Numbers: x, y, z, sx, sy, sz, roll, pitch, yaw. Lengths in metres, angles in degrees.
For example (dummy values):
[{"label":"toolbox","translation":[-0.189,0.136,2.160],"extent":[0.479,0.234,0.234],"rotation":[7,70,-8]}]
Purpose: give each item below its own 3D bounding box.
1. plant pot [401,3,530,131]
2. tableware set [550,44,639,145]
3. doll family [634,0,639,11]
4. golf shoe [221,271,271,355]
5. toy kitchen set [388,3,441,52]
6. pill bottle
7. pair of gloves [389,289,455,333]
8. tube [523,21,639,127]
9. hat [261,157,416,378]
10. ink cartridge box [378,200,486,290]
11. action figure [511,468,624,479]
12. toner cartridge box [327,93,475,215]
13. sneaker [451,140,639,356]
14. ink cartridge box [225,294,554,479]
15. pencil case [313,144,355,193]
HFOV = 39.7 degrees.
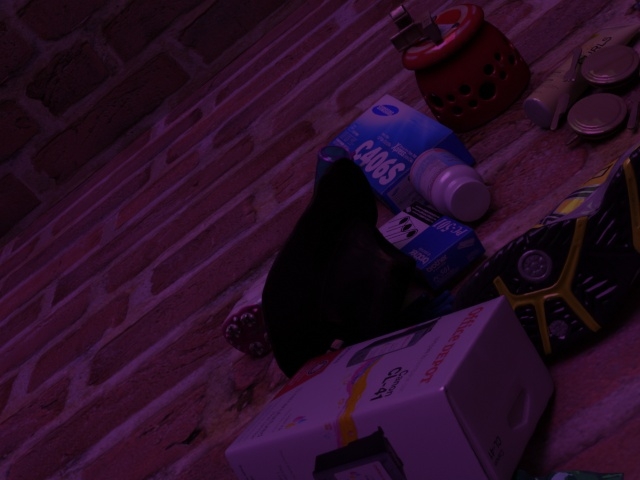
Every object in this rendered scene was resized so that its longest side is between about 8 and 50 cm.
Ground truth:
[{"label":"plant pot","translation":[0.259,-0.322,1.613],"extent":[0.191,0.174,0.191],"rotation":[-31,26,17]},{"label":"tableware set","translation":[0.433,-0.221,1.350],"extent":[0.128,0.039,0.194],"rotation":[4,53,32]},{"label":"doll family","translation":[0.531,-0.327,1.216],"extent":[0.118,0.163,0.263],"rotation":[-44,2,-32]},{"label":"golf shoe","translation":[-0.033,0.070,1.471],"extent":[0.306,0.115,0.140],"rotation":[-29,24,22]},{"label":"toy kitchen set","translation":[0.155,-0.369,1.544],"extent":[0.083,0.068,0.075],"rotation":[-31,27,19]},{"label":"pill bottle","translation":[0.206,-0.086,1.403],"extent":[0.087,0.087,0.160],"rotation":[-41,25,2]},{"label":"pair of gloves","translation":[0.121,0.147,1.224],"extent":[0.159,0.023,0.198],"rotation":[-31,23,26]},{"label":"tube","translation":[0.426,-0.282,1.447],"extent":[0.070,0.062,0.240],"rotation":[39,72,24]},{"label":"hat","translation":[0.053,0.061,1.207],"extent":[0.134,0.331,0.331],"rotation":[19,58,23]},{"label":"ink cartridge box","translation":[0.159,0.003,1.354],"extent":[0.097,0.046,0.207],"rotation":[-37,22,-6]},{"label":"action figure","translation":[0.198,0.314,0.796],"extent":[0.137,0.063,0.232],"rotation":[-18,30,37]},{"label":"toner cartridge box","translation":[0.137,-0.162,1.640],"extent":[0.165,0.075,0.348],"rotation":[-40,25,0]},{"label":"sneaker","translation":[0.328,0.011,1.064],"extent":[0.385,0.145,0.147],"rotation":[-38,-6,14]},{"label":"ink cartridge box","translation":[0.078,0.200,1.006],"extent":[0.306,0.131,0.226],"rotation":[-25,8,34]},{"label":"pencil case","translation":[0.023,-0.095,1.616],"extent":[0.070,0.151,0.064],"rotation":[3,32,-4]}]
